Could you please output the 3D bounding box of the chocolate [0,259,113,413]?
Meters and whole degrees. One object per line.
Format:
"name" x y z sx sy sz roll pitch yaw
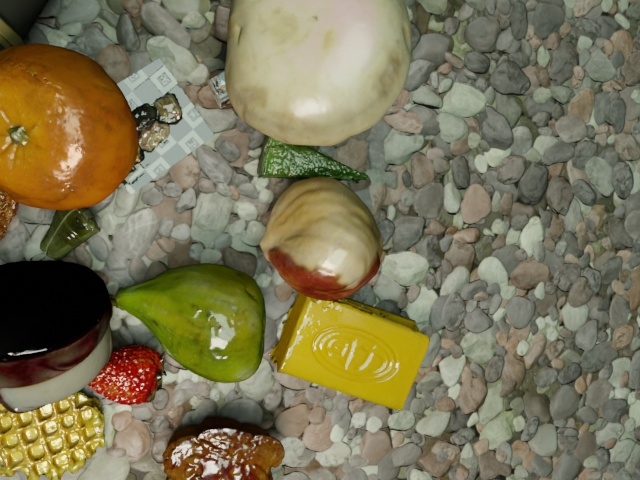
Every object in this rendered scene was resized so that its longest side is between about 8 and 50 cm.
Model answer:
"chocolate" -0.504 0.179 0.950 0.283 0.284 0.186 0 118 -17

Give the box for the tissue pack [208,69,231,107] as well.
"tissue pack" -0.175 -0.320 1.095 0.094 0.074 0.059 -31 97 -10

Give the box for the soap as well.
"soap" 0.068 0.239 1.212 0.324 0.096 0.204 21 90 -18

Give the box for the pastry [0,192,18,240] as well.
"pastry" -0.607 -0.067 0.995 0.087 0.063 0.170 17 92 -15

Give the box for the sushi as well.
"sushi" -0.348 -0.229 1.062 0.215 0.050 0.192 -38 105 -10

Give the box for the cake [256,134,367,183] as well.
"cake" -0.014 -0.174 1.142 0.235 0.100 0.099 2 95 -17

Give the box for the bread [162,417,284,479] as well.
"bread" -0.215 0.486 1.132 0.246 0.135 0.232 13 92 -18

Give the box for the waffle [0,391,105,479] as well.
"waffle" -0.544 0.352 1.062 0.253 0.056 0.249 20 90 -16

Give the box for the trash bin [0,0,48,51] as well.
"trash bin" -0.565 -0.431 0.898 0.214 0.214 0.334 32 78 -17

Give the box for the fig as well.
"fig" -0.248 0.148 1.039 0.314 0.233 0.233 17 91 -23

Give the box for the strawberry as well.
"strawberry" -0.384 0.261 1.066 0.148 0.131 0.131 24 88 1

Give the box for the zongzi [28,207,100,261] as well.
"zongzi" -0.518 -0.032 1.045 0.154 0.062 0.131 -35 82 6

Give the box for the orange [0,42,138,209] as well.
"orange" -0.455 -0.190 0.928 0.283 0.226 0.284 4 111 10

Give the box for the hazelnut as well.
"hazelnut" 0.000 0.000 1.088 0.240 0.261 0.261 -10 99 10

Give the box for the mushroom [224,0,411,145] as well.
"mushroom" -0.028 -0.344 0.981 0.325 0.353 0.353 -30 104 -23
